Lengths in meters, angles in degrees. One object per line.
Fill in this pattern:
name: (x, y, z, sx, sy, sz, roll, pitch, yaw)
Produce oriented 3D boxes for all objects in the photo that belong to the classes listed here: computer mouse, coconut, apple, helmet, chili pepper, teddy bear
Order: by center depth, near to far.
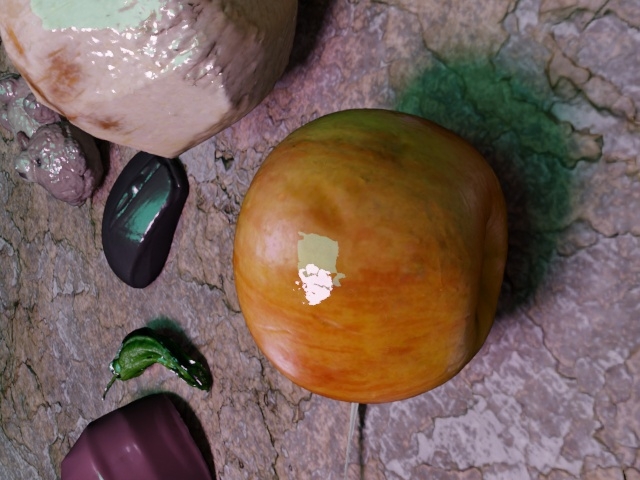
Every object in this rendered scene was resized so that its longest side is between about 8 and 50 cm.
apple: (0.055, 0.013, 0.647, 0.233, 0.286, 0.286, 14, 106, 27)
coconut: (-0.230, -0.295, 0.827, 0.415, 0.344, 0.415, 7, 101, 40)
computer mouse: (-0.315, -0.031, 1.131, 0.137, 0.086, 0.270, 43, 122, 31)
helmet: (-0.341, 0.431, 1.147, 0.271, 0.197, 0.338, 54, 128, 22)
chili pepper: (-0.297, 0.211, 1.160, 0.278, 0.065, 0.122, -13, 82, 41)
teddy bear: (-0.511, -0.191, 1.259, 0.267, 0.151, 0.236, 66, 154, 19)

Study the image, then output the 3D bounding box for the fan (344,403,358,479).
fan: (0.021, 0.365, 0.846, 0.233, 0.012, 0.415, 179, 97, -72)
